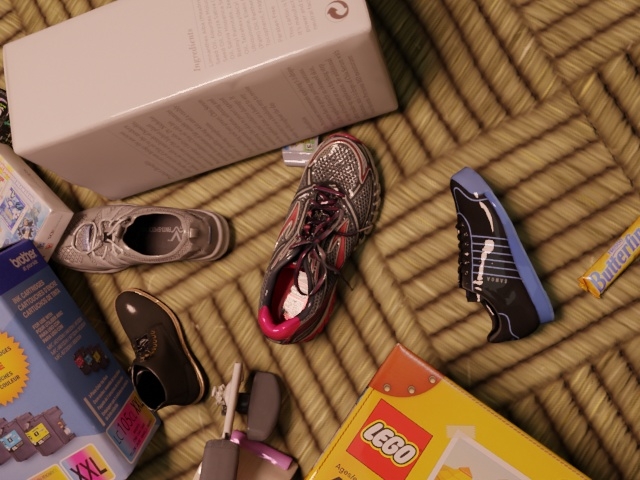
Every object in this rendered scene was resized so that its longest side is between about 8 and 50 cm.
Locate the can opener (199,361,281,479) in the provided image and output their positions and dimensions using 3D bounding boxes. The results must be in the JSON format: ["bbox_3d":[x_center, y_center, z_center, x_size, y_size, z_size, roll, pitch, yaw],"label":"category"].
[{"bbox_3d":[-0.110,0.283,0.823,0.093,0.074,0.281,9,54,1],"label":"can opener"}]

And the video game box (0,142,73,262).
[{"bbox_3d":[-0.477,-0.021,0.973,0.205,0.048,0.187,39,106,27],"label":"video game box"}]

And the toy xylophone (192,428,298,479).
[{"bbox_3d":[-0.123,0.439,0.876,0.236,0.081,0.323,32,92,12],"label":"toy xylophone"}]

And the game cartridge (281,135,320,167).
[{"bbox_3d":[-0.028,-0.148,0.946,0.055,0.017,0.083,4,85,16],"label":"game cartridge"}]

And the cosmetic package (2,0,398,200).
[{"bbox_3d":[-0.146,-0.213,0.859,0.452,0.230,0.162,-17,74,10],"label":"cosmetic package"}]

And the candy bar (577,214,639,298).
[{"bbox_3d":[0.398,0.009,0.842,0.040,0.018,0.161,44,93,12],"label":"candy bar"}]

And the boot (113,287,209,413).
[{"bbox_3d":[-0.241,0.145,0.900,0.077,0.137,0.198,-44,78,5],"label":"boot"}]

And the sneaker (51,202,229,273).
[{"bbox_3d":[-0.278,-0.013,0.932,0.281,0.115,0.105,-7,83,13],"label":"sneaker"}]

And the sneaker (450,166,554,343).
[{"bbox_3d":[0.211,0.020,0.847,0.090,0.081,0.232,-26,81,1],"label":"sneaker"}]

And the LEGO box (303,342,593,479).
[{"bbox_3d":[0.180,0.416,0.707,0.500,0.193,0.373,34,77,10],"label":"LEGO box"}]

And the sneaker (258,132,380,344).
[{"bbox_3d":[0.000,0.000,0.878,0.120,0.112,0.299,16,87,13],"label":"sneaker"}]

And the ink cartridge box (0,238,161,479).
[{"bbox_3d":[-0.449,0.184,0.872,0.269,0.151,0.396,-30,99,7],"label":"ink cartridge box"}]

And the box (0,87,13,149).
[{"bbox_3d":[-0.506,-0.193,1.030,0.062,0.052,0.083,30,92,14],"label":"box"}]
